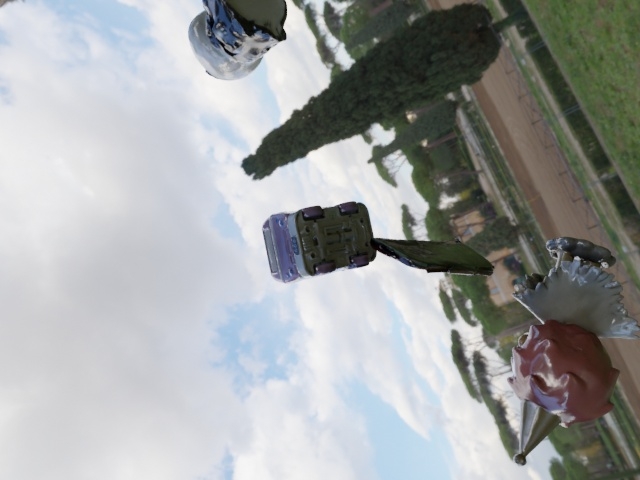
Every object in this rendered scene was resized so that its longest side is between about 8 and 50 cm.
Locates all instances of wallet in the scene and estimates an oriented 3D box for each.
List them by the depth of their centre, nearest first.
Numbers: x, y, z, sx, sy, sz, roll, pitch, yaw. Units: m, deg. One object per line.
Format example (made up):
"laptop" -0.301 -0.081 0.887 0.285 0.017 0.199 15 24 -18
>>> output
"wallet" 0.230 0.031 0.908 0.256 0.031 0.137 3 -156 -36

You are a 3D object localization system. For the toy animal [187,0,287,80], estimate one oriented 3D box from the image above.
"toy animal" -0.210 -0.525 1.131 0.213 0.267 0.212 7 -103 -35

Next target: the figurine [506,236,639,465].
"figurine" 0.396 0.180 0.759 0.166 0.207 0.386 104 -173 -71

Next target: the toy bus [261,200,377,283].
"toy bus" 0.000 0.000 0.915 0.203 0.142 0.141 -10 -94 -41
